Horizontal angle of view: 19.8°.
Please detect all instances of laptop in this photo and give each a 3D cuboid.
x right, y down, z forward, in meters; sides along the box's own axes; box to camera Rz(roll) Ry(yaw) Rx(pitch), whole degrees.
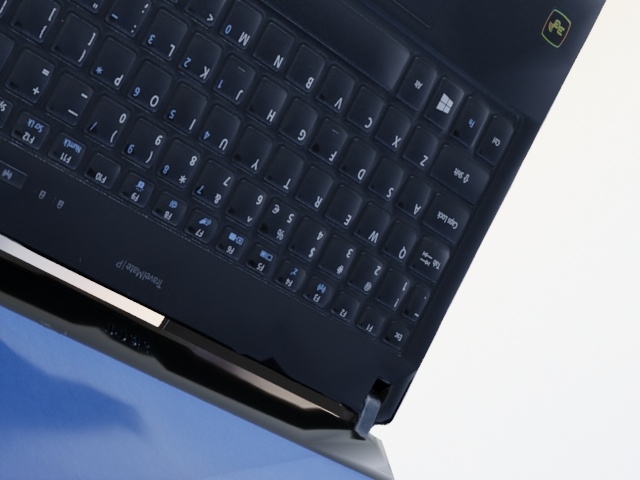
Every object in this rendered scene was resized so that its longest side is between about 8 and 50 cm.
[{"bbox_3d":[0.000,0.000,0.447,0.136,0.234,0.264,24,-96,46],"label":"laptop"}]

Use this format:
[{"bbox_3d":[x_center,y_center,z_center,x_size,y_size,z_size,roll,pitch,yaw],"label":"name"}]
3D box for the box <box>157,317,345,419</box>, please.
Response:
[{"bbox_3d":[-0.082,0.142,0.786,0.184,0.103,0.261,-52,-175,28],"label":"box"}]
